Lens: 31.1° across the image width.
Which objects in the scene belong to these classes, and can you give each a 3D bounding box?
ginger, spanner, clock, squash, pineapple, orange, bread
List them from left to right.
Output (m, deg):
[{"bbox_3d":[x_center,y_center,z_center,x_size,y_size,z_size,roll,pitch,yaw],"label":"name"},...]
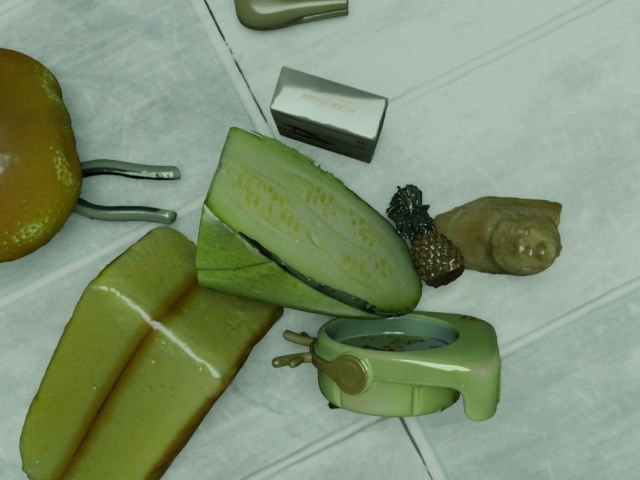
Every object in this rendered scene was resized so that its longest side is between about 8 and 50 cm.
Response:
[{"bbox_3d":[-0.482,-0.141,1.626,0.262,0.196,0.335,-12,59,-7],"label":"orange"},{"bbox_3d":[-0.367,-0.077,1.695,0.324,0.040,0.096,5,86,5],"label":"spanner"},{"bbox_3d":[-0.268,0.203,1.672,0.233,0.245,0.362,36,117,1],"label":"bread"},{"bbox_3d":[0.000,0.000,1.596,0.308,0.234,0.210,10,129,2],"label":"squash"},{"bbox_3d":[0.092,0.167,1.588,0.307,0.235,0.096,3,104,6],"label":"clock"},{"bbox_3d":[0.148,-0.010,1.660,0.074,0.074,0.159,-27,66,-1],"label":"pineapple"},{"bbox_3d":[0.252,-0.002,1.653,0.193,0.122,0.115,-1,97,10],"label":"ginger"}]

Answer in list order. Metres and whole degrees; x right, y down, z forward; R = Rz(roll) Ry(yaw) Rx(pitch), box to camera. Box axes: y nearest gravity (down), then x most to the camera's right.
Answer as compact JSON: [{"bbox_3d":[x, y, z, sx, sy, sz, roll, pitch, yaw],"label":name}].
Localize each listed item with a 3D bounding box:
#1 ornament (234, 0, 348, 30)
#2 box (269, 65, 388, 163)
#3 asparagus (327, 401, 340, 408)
[{"bbox_3d":[-0.096,-0.424,1.708,0.244,0.061,0.230,-9,84,-1],"label":"ornament"},{"bbox_3d":[0.012,-0.171,1.602,0.149,0.233,0.067,15,87,2],"label":"box"},{"bbox_3d":[0.096,0.218,1.672,0.178,0.041,0.045,-5,76,-1],"label":"asparagus"}]
